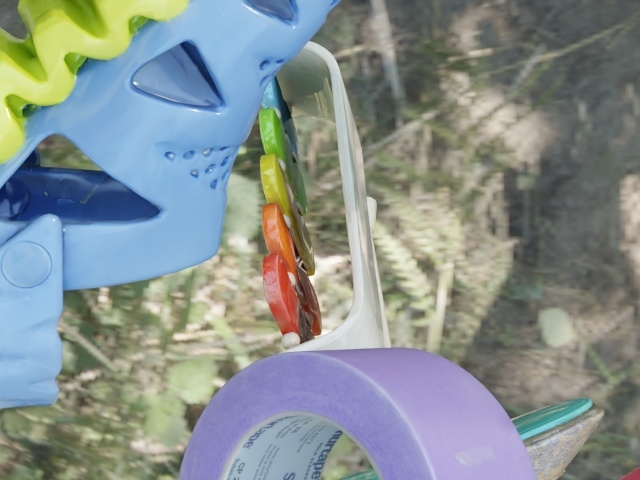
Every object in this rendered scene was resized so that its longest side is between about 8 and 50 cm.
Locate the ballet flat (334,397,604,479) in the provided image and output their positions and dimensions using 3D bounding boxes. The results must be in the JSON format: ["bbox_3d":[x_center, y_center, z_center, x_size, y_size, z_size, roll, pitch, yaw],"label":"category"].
[{"bbox_3d":[0.144,0.251,1.721,0.316,0.107,0.106,-20,95,12],"label":"ballet flat"}]

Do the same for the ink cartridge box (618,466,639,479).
[{"bbox_3d":[0.290,0.350,1.375,0.279,0.385,0.160,-36,109,23],"label":"ink cartridge box"}]

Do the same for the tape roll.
[{"bbox_3d":[0.016,0.149,0.890,0.080,0.189,0.189,1,91,-46],"label":"tape roll"}]

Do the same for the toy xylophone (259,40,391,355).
[{"bbox_3d":[0.000,0.000,1.403,0.081,0.236,0.323,-9,53,7],"label":"toy xylophone"}]

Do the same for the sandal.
[{"bbox_3d":[-0.086,-0.043,0.734,0.317,0.126,0.138,-38,111,9],"label":"sandal"}]
